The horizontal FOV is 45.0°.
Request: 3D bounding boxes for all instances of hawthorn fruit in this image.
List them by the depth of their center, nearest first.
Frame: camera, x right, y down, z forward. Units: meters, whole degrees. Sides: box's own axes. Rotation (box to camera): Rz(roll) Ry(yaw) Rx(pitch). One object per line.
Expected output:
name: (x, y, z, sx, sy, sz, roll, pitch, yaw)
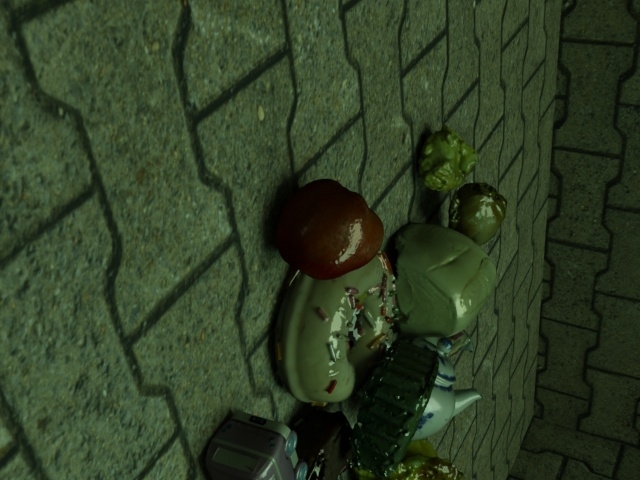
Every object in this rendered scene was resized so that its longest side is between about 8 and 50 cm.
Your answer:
hawthorn fruit: (0.000, 0.000, 1.453, 0.225, 0.197, 0.196, -51, 146, -14)

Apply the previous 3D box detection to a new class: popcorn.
popcorn: (0.325, -0.216, 2.034, 0.174, 0.142, 0.173, -19, 125, -30)
popcorn: (0.209, 0.684, 2.082, 0.325, 0.321, 0.290, -54, 166, -8)

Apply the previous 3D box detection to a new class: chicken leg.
chicken leg: (0.416, -0.024, 2.209, 0.201, 0.153, 0.429, -44, 163, -25)

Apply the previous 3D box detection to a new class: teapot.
teapot: (0.237, 0.353, 1.946, 0.424, 0.252, 0.280, 30, 105, -26)

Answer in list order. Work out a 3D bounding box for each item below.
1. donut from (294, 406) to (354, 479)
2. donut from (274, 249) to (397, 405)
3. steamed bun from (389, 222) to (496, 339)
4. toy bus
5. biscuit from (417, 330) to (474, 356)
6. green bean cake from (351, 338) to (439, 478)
donut: (-0.018, 0.565, 1.711, 0.259, 0.136, 0.345, -50, 141, -42)
donut: (0.046, 0.177, 1.653, 0.383, 0.143, 0.382, -38, 135, -51)
steamed bun: (0.293, 0.089, 2.014, 0.290, 0.274, 0.272, -53, 129, -45)
toy bus: (-0.120, 0.435, 1.455, 0.142, 0.142, 0.202, -59, 147, -42)
biscuit: (0.343, 0.273, 2.247, 0.079, 0.186, 0.309, -46, 162, 23)
green bean cake: (0.163, 0.371, 1.706, 0.241, 0.132, 0.254, -38, 145, -70)
